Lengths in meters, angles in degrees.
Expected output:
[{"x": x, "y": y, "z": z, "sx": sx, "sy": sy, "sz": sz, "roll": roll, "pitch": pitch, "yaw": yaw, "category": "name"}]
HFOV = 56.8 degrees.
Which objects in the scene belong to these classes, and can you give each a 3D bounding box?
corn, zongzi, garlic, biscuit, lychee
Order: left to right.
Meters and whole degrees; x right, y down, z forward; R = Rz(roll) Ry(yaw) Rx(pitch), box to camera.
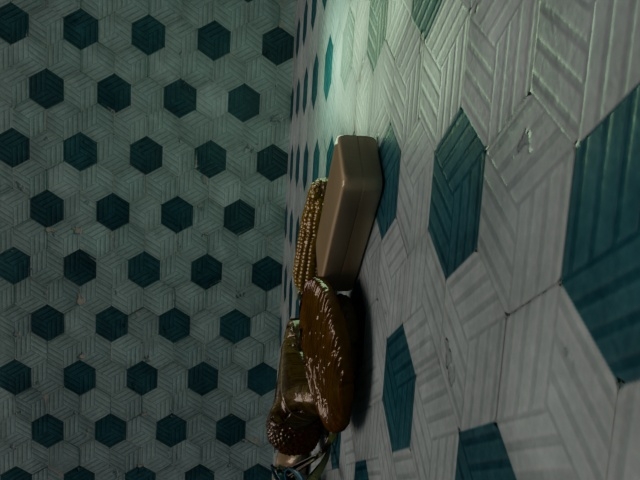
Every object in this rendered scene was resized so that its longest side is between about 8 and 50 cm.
[{"x": -0.091, "y": 0.745, "z": 1.958, "sx": 0.318, "sy": 0.112, "sz": 0.143, "roll": 85, "pitch": 178, "yaw": -48, "category": "garlic"}, {"x": -0.066, "y": 0.510, "z": 1.634, "sx": 0.165, "sy": 0.197, "sz": 0.165, "roll": -17, "pitch": 63, "yaw": 38, "category": "lychee"}, {"x": -0.018, "y": 0.313, "z": 1.464, "sx": 0.288, "sy": 0.134, "sz": 0.286, "roll": 135, "pitch": 143, "yaw": -59, "category": "zongzi"}, {"x": 0.000, "y": 0.000, "z": 1.421, "sx": 0.119, "sy": 0.119, "sz": 0.321, "roll": -104, "pitch": 23, "yaw": -64, "category": "corn"}, {"x": 0.005, "y": 0.231, "z": 1.207, "sx": 0.318, "sy": 0.040, "sz": 0.318, "roll": 173, "pitch": 90, "yaw": -76, "category": "biscuit"}, {"x": 0.046, "y": 0.222, "z": 1.258, "sx": 0.226, "sy": 0.042, "sz": 0.226, "roll": -178, "pitch": 90, "yaw": -80, "category": "biscuit"}]

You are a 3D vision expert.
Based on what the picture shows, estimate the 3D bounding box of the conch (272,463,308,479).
[{"x": -0.070, "y": 0.704, "z": 1.572, "sx": 0.183, "sy": 0.149, "sz": 0.275, "roll": -107, "pitch": 21, "yaw": -66, "category": "conch"}]

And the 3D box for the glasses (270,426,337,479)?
[{"x": -0.040, "y": 0.523, "z": 1.416, "sx": 0.207, "sy": 0.102, "sz": 0.239, "roll": -64, "pitch": 10, "yaw": -28, "category": "glasses"}]

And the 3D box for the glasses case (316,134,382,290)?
[{"x": 0.050, "y": -0.044, "z": 1.188, "sx": 0.336, "sy": 0.076, "sz": 0.144, "roll": 102, "pitch": 167, "yaw": -50, "category": "glasses case"}]

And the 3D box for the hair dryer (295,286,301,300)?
[{"x": -0.032, "y": 0.160, "z": 1.846, "sx": 0.206, "sy": 0.075, "sz": 0.237, "roll": -86, "pitch": -4, "yaw": -50, "category": "hair dryer"}]
